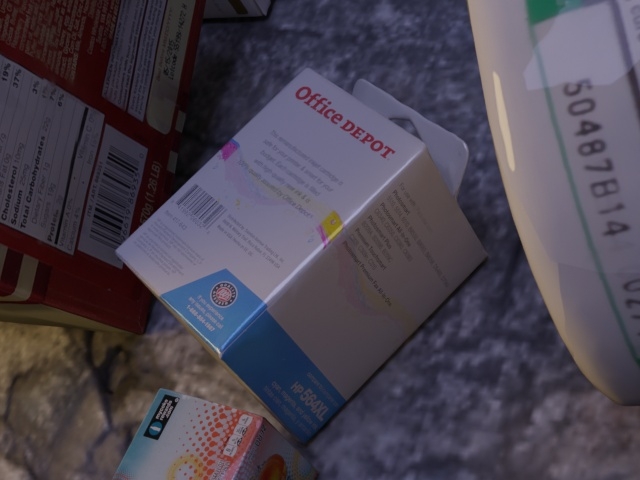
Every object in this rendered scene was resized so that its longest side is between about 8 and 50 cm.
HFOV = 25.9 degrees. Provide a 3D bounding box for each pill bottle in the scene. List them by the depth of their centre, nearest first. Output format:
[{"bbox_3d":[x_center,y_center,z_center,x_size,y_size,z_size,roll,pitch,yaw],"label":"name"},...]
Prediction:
[{"bbox_3d":[0.248,-0.078,0.476,0.361,0.204,0.204,-16,51,19],"label":"pill bottle"}]

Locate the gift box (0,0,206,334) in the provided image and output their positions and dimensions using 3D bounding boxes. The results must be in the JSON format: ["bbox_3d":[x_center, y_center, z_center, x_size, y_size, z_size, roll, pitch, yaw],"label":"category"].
[{"bbox_3d":[-0.225,-0.070,0.714,0.258,0.276,0.255,4,72,27],"label":"gift box"}]

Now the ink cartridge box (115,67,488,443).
[{"bbox_3d":[0.000,0.000,0.634,0.143,0.090,0.092,-44,48,-7],"label":"ink cartridge box"}]

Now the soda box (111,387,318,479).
[{"bbox_3d":[-0.073,0.158,0.582,0.063,0.058,0.183,11,62,35],"label":"soda box"}]

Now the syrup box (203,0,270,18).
[{"bbox_3d":[-0.133,-0.197,0.850,0.237,0.096,0.093,3,59,32],"label":"syrup box"}]
